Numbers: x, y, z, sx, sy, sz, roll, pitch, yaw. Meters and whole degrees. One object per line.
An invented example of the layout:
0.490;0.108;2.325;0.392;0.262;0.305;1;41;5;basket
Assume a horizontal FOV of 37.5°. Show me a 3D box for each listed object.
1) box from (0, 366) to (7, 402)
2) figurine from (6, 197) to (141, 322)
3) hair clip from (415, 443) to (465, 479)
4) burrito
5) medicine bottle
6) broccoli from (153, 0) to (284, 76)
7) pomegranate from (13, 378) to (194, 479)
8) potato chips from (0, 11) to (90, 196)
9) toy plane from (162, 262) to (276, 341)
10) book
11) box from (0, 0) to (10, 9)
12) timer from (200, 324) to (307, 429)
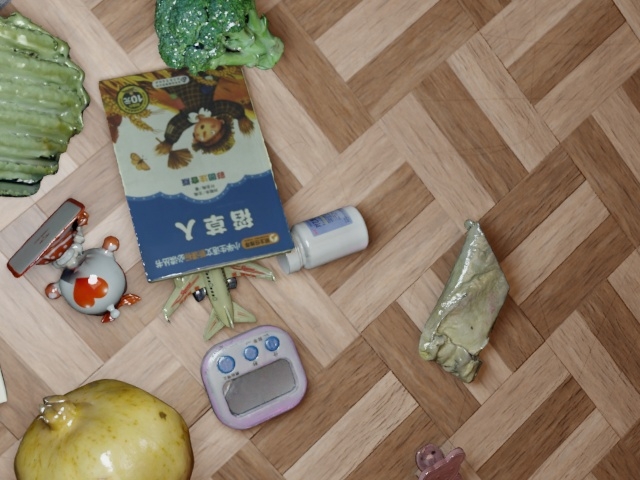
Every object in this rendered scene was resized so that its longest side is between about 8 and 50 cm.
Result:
-0.705;0.199;1.787;0.164;0.069;0.256;-14;97;-18;box
-0.455;0.064;1.838;0.183;0.160;0.226;-49;114;-11;figurine
0.275;0.531;2.113;0.123;0.102;0.138;-25;100;-13;hair clip
0.336;0.140;2.122;0.175;0.107;0.347;21;87;-34;burrito
0.000;0.000;2.000;0.187;0.103;0.102;-20;98;-16;medicine bottle
-0.192;-0.435;1.850;0.270;0.270;0.269;28;83;-27;broccoli
-0.407;0.405;1.759;0.343;0.342;0.342;-1;92;-19;pomegranate
-0.641;-0.255;1.730;0.430;0.070;0.358;9;97;-35;potato chips
-0.220;0.070;1.929;0.242;0.104;0.256;-20;98;-14;toy plane
-0.249;-0.146;1.880;0.300;0.039;0.427;-13;78;-18;book
-0.680;-0.478;1.756;0.265;0.097;0.168;-45;105;-12;box
-0.141;0.285;1.981;0.209;0.069;0.190;-22;99;-18;timer
